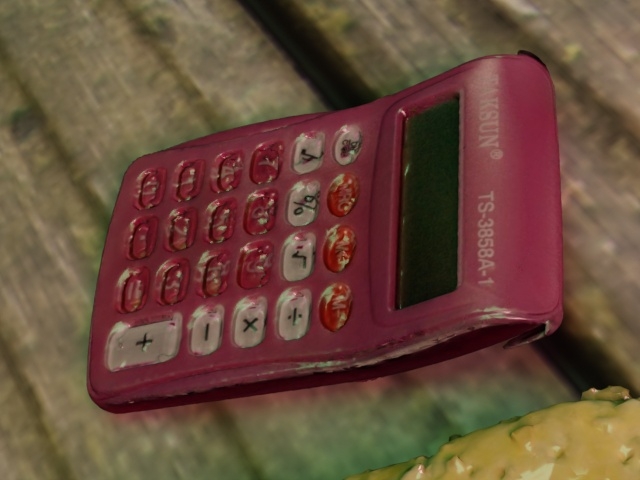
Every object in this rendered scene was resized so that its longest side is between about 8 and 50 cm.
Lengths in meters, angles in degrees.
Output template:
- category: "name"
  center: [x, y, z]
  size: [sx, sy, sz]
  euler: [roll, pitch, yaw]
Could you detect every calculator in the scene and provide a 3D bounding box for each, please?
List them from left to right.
- category: "calculator"
  center: [0.000, 0.000, 0.553]
  size: [0.190, 0.034, 0.127]
  euler: [-13, 52, 23]

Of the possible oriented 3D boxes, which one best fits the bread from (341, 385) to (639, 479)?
- category: "bread"
  center: [0.028, 0.132, 0.396]
  size: [0.196, 0.102, 0.138]
  euler: [-21, 47, 13]
